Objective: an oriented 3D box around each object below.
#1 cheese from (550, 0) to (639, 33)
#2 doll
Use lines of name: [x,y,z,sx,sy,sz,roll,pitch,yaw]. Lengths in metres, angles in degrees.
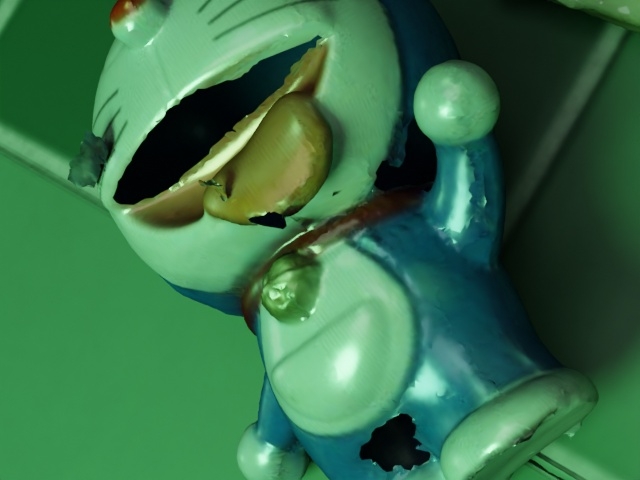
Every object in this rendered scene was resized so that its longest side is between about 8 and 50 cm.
cheese: [0.250,-0.077,0.544,0.400,0.034,0.085,25,89,28]
doll: [0.000,0.000,0.560,0.215,0.161,0.256,-46,62,33]
